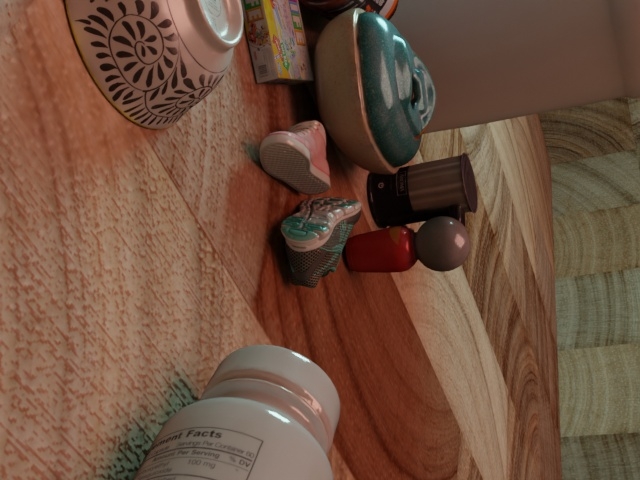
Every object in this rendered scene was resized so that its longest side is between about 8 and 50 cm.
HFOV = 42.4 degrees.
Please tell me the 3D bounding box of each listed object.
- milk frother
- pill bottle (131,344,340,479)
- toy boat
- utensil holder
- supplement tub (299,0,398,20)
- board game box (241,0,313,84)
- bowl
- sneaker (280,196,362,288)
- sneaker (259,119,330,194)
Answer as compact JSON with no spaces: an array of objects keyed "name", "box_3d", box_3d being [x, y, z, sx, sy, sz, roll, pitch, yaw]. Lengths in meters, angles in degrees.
[{"name":"milk frother","box_3d":[0.155,-0.044,1.163,0.143,0.135,0.129,11,71,-67]},{"name":"pill bottle","box_3d":[-0.062,0.179,0.543,0.229,0.131,0.131,-65,140,-54]},{"name":"toy boat","box_3d":[0.093,-0.116,1.007,0.267,0.148,0.318,2,81,-75]},{"name":"utensil holder","box_3d":[0.279,-0.341,1.254,0.327,0.385,0.327,-10,90,-67]},{"name":"supplement tub","box_3d":[0.037,-0.320,1.025,0.198,0.106,0.106,-4,85,-67]},{"name":"board game box","box_3d":[-0.052,-0.246,0.882,0.103,0.026,0.154,-25,105,-68]},{"name":"bowl","box_3d":[-0.112,-0.177,0.637,0.170,0.080,0.170,-10,90,-67]},{"name":"sneaker","box_3d":[0.000,0.000,0.886,0.166,0.065,0.076,-38,133,-62]},{"name":"sneaker","box_3d":[-0.027,-0.100,0.853,0.134,0.051,0.070,37,46,-64]}]
